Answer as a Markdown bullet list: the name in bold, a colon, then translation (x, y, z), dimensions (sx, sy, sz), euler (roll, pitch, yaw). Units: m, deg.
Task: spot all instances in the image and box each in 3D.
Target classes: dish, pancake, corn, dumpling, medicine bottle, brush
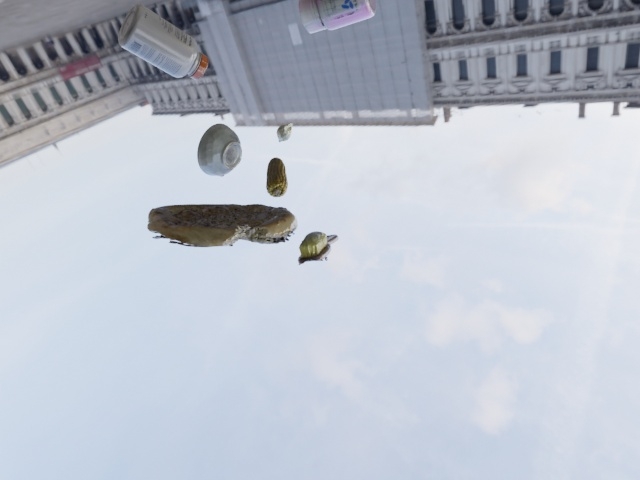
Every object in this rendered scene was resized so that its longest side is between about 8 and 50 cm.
- **dish**: translation (-0.491, -0.448, 2.263), dimensions (0.120, 0.303, 0.303), euler (23, -133, 25)
- **pancake**: translation (-0.239, -0.046, 1.117), dimensions (0.382, 0.071, 0.382), euler (2, -166, 0)
- **corn**: translation (-0.163, -0.241, 1.660), dimensions (0.080, 0.080, 0.231), euler (-14, -144, 5)
- **dumpling**: translation (-0.112, -0.354, 1.445), dimensions (0.057, 0.076, 0.052), euler (-27, -134, -23)
- **medicine bottle**: translation (-0.549, -0.689, 1.574), dimensions (0.157, 0.289, 0.157), euler (-20, -120, 40)
- **medicine bottle**: translation (0.060, -0.845, 1.582), dimensions (0.254, 0.152, 0.152), euler (-6, -147, 23)
- **brush**: translation (0.002, -0.002, 1.157), dimensions (0.072, 0.067, 0.313), euler (-4, -171, 13)
